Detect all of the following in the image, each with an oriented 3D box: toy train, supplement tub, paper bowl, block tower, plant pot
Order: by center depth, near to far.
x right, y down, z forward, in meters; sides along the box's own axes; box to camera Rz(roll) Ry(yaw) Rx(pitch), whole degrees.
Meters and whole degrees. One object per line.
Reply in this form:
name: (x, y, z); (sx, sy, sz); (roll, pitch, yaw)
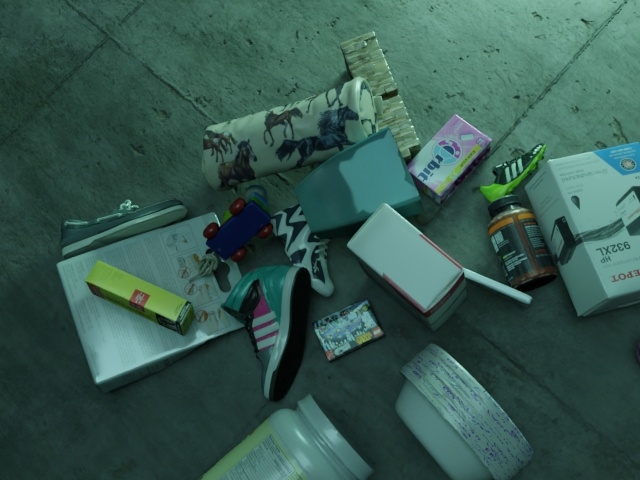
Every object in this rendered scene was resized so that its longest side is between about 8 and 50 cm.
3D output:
paper bowl: (0.252, 0.345, 1.373); (0.148, 0.284, 0.284); (-40, 70, -4)
supplement tub: (-0.079, 0.480, 1.412); (0.325, 0.235, 0.235); (-41, 70, -5)
plant pot: (0.077, -0.099, 1.536); (0.234, 0.165, 0.165); (-24, 79, 7)
supplement tub: (0.424, 0.004, 1.550); (0.106, 0.106, 0.197); (-17, 70, 4)
toy train: (-0.215, -0.019, 1.664); (0.248, 0.143, 0.105); (-40, 112, 21)
block tower: (0.144, -0.322, 1.714); (0.091, 0.097, 0.335); (-19, 72, 3)

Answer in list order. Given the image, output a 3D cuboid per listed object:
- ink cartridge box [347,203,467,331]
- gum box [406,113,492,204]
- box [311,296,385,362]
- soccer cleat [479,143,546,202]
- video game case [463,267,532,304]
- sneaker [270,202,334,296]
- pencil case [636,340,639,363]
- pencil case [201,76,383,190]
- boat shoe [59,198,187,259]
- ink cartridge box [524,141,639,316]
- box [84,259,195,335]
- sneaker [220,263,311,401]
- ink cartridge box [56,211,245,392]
ink cartridge box: (0.185, 0.066, 1.478); (0.207, 0.283, 0.117); (41, 86, 19)
gum box: (0.294, -0.188, 1.658); (0.107, 0.062, 0.188); (40, 83, 19)
box: (0.061, 0.196, 1.591); (0.137, 0.027, 0.094); (-26, 71, 0)
soccer cleat: (0.432, -0.159, 1.628); (0.072, 0.060, 0.179); (42, 86, 20)
video game case: (0.361, 0.098, 1.510); (0.157, 0.143, 0.019); (24, 88, 16)
sneaker: (0.000, 0.000, 1.629); (0.153, 0.094, 0.235); (-37, 60, 6)
pencil case: (0.818, 0.168, 1.405); (0.386, 0.167, 0.160); (-29, 37, -1)
pencil case: (-0.063, -0.235, 1.628); (0.410, 0.183, 0.159); (-14, 113, 17)
boat shoe: (-0.473, -0.049, 1.718); (0.320, 0.116, 0.099); (-20, 74, 8)
ink cartridge box: (0.594, -0.024, 1.491); (0.223, 0.129, 0.307); (-12, 70, -13)
box: (-0.391, 0.126, 1.583); (0.232, 0.087, 0.058); (25, 65, 5)
sneaker: (-0.133, 0.186, 1.573); (0.178, 0.124, 0.295); (12, 94, 27)
ink cartridge box: (-0.374, 0.134, 1.677); (0.385, 0.091, 0.308); (-20, 68, -15)
